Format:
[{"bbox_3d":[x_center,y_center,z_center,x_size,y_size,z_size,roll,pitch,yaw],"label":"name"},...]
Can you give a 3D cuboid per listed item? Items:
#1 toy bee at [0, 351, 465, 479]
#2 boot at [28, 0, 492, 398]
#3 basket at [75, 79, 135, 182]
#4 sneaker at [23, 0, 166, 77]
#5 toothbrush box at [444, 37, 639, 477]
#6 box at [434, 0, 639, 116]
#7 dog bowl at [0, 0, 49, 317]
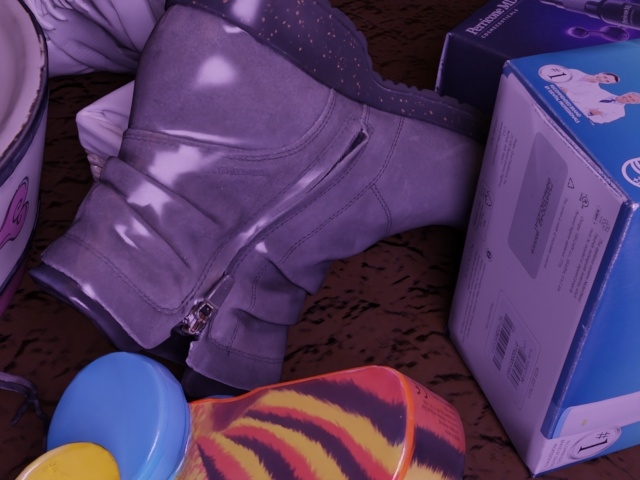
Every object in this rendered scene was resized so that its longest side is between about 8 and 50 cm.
[{"bbox_3d":[-0.077,0.142,0.449,0.195,0.298,0.162,22,66,-31],"label":"toy bee"},{"bbox_3d":[0.000,0.000,0.597,0.118,0.338,0.222,13,79,54],"label":"boot"},{"bbox_3d":[-0.070,-0.062,0.680,0.113,0.103,0.167,31,49,26],"label":"basket"},{"bbox_3d":[-0.188,-0.175,0.706,0.169,0.292,0.108,-2,83,-1],"label":"sneaker"},{"bbox_3d":[0.243,-0.006,0.563,0.296,0.216,0.126,-12,46,-18],"label":"toothbrush box"},{"bbox_3d":[0.213,-0.111,0.749,0.207,0.108,0.153,28,49,23],"label":"box"},{"bbox_3d":[-0.364,-0.032,0.596,0.408,0.150,0.408,1,43,-1],"label":"dog bowl"}]
